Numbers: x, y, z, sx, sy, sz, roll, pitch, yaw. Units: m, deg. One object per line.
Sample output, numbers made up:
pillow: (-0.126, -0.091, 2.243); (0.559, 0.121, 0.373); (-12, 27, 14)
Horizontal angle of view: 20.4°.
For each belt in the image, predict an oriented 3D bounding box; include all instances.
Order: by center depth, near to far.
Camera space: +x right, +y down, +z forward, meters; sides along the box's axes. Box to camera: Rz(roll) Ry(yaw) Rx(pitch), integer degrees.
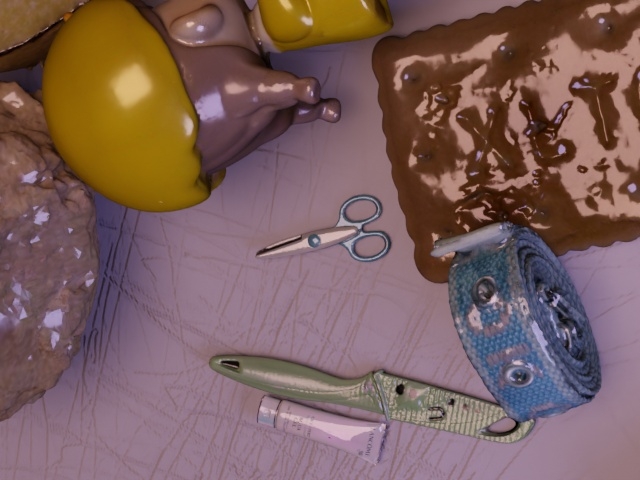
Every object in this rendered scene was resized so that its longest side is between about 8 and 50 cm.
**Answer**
belt: (0.164, 0.065, 1.402); (0.082, 0.163, 0.148); (-21, 74, 23)

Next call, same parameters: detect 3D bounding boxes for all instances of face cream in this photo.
face cream: (0.001, 0.161, 1.541); (0.115, 0.020, 0.038); (15, 99, 14)

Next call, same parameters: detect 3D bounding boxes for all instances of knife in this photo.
knife: (0.040, 0.129, 1.525); (0.293, 0.020, 0.043); (12, 98, 16)

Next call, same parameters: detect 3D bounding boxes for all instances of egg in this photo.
egg: (-0.312, 0.010, 1.501); (0.279, 0.279, 0.310); (11, 80, 17)

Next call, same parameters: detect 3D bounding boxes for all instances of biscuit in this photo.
biscuit: (0.207, -0.096, 1.434); (0.325, 0.044, 0.217); (-11, 93, 19)

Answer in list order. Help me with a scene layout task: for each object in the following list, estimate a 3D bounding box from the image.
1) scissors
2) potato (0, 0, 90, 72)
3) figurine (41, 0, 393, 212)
scissors: (0.000, 0.000, 1.527); (0.119, 0.014, 0.058); (-15, 90, 16)
potato: (-0.284, -0.246, 1.533); (0.299, 0.116, 0.239); (-23, 74, 4)
figurine: (-0.061, -0.157, 1.407); (0.343, 0.215, 0.187); (-30, 76, 11)
